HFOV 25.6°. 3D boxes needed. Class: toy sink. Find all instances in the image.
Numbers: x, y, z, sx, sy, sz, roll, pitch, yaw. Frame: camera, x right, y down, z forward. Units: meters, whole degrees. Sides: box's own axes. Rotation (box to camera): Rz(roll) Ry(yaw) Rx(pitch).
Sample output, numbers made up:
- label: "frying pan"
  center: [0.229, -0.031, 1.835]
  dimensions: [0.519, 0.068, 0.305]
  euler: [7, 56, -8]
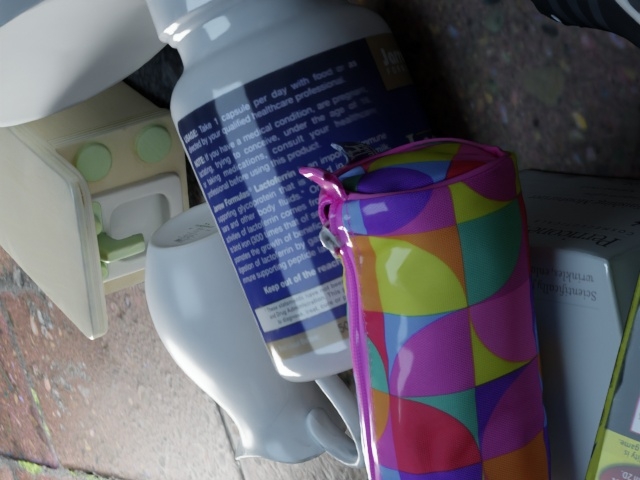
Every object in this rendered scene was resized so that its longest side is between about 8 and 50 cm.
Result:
- label: "toy sink"
  center: [-0.196, -0.045, 1.220]
  dimensions: [0.234, 0.131, 0.152]
  euler: [36, 138, 48]

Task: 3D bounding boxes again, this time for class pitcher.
- label: "pitcher"
  center: [-0.039, 0.077, 1.073]
  dimensions: [0.178, 0.125, 0.207]
  euler: [5, 124, 51]

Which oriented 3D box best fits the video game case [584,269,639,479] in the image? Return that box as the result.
- label: "video game case"
  center: [0.245, 0.141, 0.601]
  dimensions: [0.275, 0.035, 0.248]
  euler: [20, 109, 26]

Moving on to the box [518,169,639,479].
- label: "box"
  center: [0.148, 0.065, 0.771]
  dimensions: [0.181, 0.119, 0.181]
  euler: [9, 117, 54]

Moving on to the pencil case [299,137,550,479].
- label: "pencil case"
  center: [0.057, 0.062, 0.698]
  dimensions: [0.104, 0.104, 0.236]
  euler: [14, 120, 53]

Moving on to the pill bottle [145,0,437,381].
- label: "pill bottle"
  center: [-0.005, -0.057, 0.894]
  dimensions: [0.153, 0.153, 0.264]
  euler: [-21, 92, 59]

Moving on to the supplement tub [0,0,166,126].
- label: "supplement tub"
  center: [-0.260, -0.277, 1.059]
  dimensions: [0.331, 0.241, 0.241]
  euler: [60, 149, 12]

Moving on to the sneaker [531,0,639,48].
- label: "sneaker"
  center: [0.152, -0.140, 0.697]
  dimensions: [0.234, 0.084, 0.097]
  euler: [48, 168, 30]
